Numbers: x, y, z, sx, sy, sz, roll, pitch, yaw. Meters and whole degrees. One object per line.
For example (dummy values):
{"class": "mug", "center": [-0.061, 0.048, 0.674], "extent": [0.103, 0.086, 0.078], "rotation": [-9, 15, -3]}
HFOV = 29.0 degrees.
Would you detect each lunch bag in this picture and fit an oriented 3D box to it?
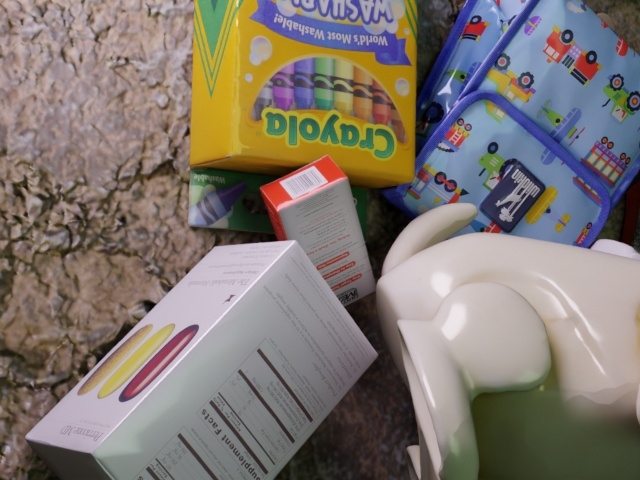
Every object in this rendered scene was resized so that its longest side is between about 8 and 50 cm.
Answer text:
{"class": "lunch bag", "center": [0.198, -0.091, 1.273], "extent": [0.221, 0.138, 0.293], "rotation": [35, 81, -26]}

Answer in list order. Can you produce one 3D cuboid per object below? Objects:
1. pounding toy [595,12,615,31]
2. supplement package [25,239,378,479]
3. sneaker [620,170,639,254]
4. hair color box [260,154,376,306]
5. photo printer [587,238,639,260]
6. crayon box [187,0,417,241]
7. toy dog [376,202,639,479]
{"class": "pounding toy", "center": [0.330, -0.324, 1.382], "extent": [0.181, 0.094, 0.206], "rotation": [3, 84, -34]}
{"class": "supplement package", "center": [-0.096, 0.129, 1.027], "extent": [0.244, 0.139, 0.134], "rotation": [-47, 113, -28]}
{"class": "sneaker", "center": [0.409, 0.020, 1.377], "extent": [0.090, 0.145, 0.270], "rotation": [12, 80, -33]}
{"class": "hair color box", "center": [0.000, 0.000, 1.113], "extent": [0.072, 0.043, 0.141], "rotation": [-26, 132, -11]}
{"class": "photo printer", "center": [0.291, 0.193, 1.278], "extent": [0.256, 0.107, 0.307], "rotation": [43, 76, -19]}
{"class": "crayon box", "center": [-0.012, -0.168, 1.143], "extent": [0.203, 0.083, 0.323], "rotation": [5, 84, -34]}
{"class": "toy dog", "center": [0.271, 0.113, 1.091], "extent": [0.407, 0.395, 0.285], "rotation": [-11, 127, -3]}
